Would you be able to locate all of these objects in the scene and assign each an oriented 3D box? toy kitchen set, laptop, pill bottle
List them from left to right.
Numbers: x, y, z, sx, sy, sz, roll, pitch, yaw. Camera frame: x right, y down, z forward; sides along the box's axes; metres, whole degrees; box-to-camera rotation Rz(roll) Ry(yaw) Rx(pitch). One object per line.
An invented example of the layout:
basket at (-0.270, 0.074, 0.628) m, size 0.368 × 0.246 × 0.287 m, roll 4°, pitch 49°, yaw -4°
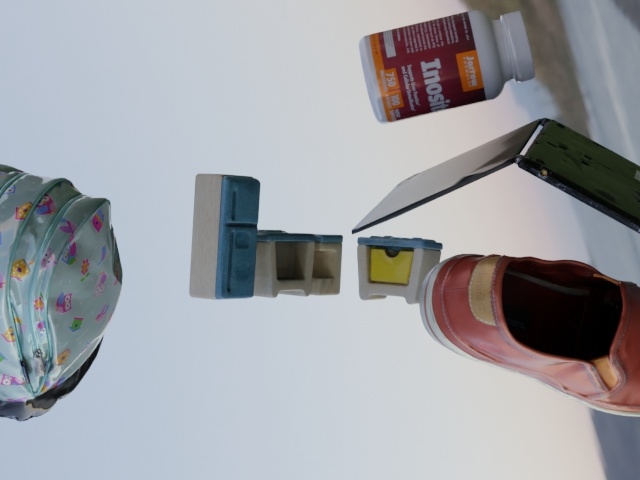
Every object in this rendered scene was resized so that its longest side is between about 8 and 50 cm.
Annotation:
toy kitchen set at (0.000, 0.000, 1.384) m, size 0.207 × 0.166 × 0.122 m, roll 0°, pitch -87°, yaw -55°
pill bottle at (0.117, -0.164, 1.283) m, size 0.086 × 0.152 × 0.086 m, roll -13°, pitch -90°, yaw -83°
laptop at (0.195, -0.023, 1.263) m, size 0.264 × 0.136 × 0.234 m, roll 29°, pitch -161°, yaw 6°

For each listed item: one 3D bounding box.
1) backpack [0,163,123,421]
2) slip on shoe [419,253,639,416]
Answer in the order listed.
backpack at (-0.209, 0.027, 1.001) m, size 0.182 × 0.115 × 0.152 m, roll 92°, pitch -168°, yaw -47°
slip on shoe at (0.247, 0.081, 1.215) m, size 0.101 × 0.331 × 0.123 m, roll -19°, pitch 59°, yaw 59°
